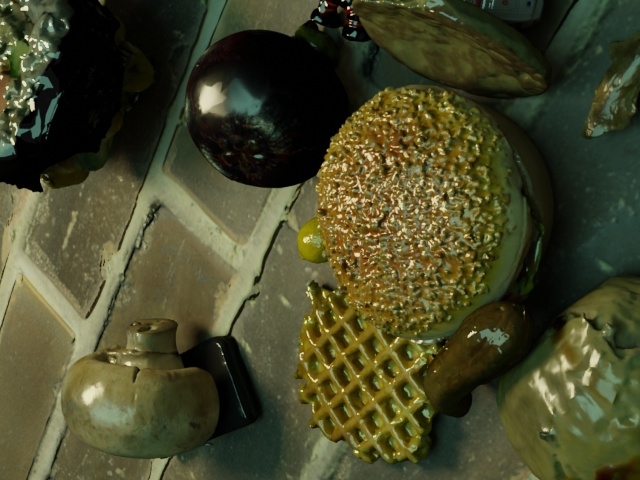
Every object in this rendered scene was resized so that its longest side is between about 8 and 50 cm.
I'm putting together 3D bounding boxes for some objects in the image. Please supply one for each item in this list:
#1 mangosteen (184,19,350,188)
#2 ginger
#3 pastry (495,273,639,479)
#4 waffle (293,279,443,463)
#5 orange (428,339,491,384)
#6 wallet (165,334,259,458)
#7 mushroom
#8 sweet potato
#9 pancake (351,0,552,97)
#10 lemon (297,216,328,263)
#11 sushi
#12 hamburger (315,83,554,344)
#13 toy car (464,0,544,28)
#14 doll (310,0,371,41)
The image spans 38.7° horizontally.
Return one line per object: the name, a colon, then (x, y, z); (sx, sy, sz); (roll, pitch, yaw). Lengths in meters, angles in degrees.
mangosteen: (-0.067, -0.177, 1.167); (0.216, 0.216, 0.216); (8, 102, 38)
ginger: (0.317, -0.165, 0.948); (0.137, 0.044, 0.057); (-64, 30, 20)
pastry: (0.295, 0.184, 0.944); (0.237, 0.170, 0.256); (55, 131, 22)
waffle: (0.061, 0.172, 1.209); (0.245, 0.052, 0.254); (12, 106, 38)
orange: (0.174, 0.142, 1.098); (0.062, 0.086, 0.086); (-100, 29, -61)
wallet: (-0.204, 0.250, 1.442); (0.250, 0.044, 0.149); (-28, 76, 39)
mushroom: (-0.287, 0.223, 1.364); (0.253, 0.189, 0.195); (8, 98, 41)
sweet potato: (0.161, 0.141, 0.996); (0.233, 0.081, 0.062); (113, 160, -52)
pancake: (0.140, -0.216, 0.991); (0.042, 0.222, 0.236); (-66, 22, -4)
lemon: (0.000, 0.000, 1.220); (0.083, 0.062, 0.062); (-42, 72, 36)
sushi: (-0.398, -0.231, 1.364); (0.328, 0.285, 0.328); (26, 94, 34)
hamburger: (0.123, -0.033, 1.043); (0.302, 0.170, 0.302); (8, 103, 38)
toy car: (0.199, -0.334, 0.978); (0.108, 0.089, 0.210); (11, 100, 13)
doll: (0.049, -0.374, 1.109); (0.127, 0.088, 0.249); (15, 118, 15)
